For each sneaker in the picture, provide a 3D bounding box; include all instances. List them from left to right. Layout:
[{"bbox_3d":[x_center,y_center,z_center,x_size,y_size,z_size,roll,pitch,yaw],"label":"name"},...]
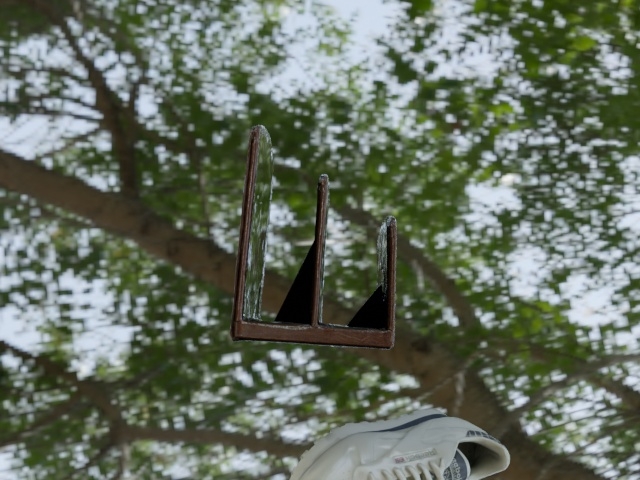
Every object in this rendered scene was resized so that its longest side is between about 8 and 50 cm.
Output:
[{"bbox_3d":[0.071,0.218,1.233,0.095,0.235,0.090,18,-63,46],"label":"sneaker"}]

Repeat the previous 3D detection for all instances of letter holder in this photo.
[{"bbox_3d":[0.000,0.000,1.363,0.152,0.302,0.214,3,-94,1],"label":"letter holder"}]
